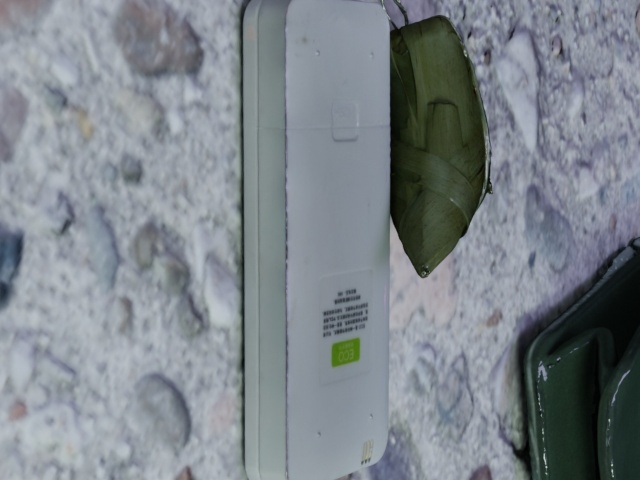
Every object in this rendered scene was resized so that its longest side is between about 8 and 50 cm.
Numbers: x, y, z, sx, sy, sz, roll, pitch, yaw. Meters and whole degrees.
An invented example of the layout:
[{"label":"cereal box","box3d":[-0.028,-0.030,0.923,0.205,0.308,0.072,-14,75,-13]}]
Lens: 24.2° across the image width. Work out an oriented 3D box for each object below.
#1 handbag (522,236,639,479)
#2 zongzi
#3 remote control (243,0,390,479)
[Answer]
[{"label":"handbag","box3d":[0.236,0.150,1.106,0.260,0.079,0.248,-33,122,-53]},{"label":"zongzi","box3d":[0.055,-0.070,0.805,0.130,0.062,0.154,-55,139,-65]},{"label":"remote control","box3d":[0.000,0.000,0.774,0.103,0.034,0.250,-10,101,-56]}]
